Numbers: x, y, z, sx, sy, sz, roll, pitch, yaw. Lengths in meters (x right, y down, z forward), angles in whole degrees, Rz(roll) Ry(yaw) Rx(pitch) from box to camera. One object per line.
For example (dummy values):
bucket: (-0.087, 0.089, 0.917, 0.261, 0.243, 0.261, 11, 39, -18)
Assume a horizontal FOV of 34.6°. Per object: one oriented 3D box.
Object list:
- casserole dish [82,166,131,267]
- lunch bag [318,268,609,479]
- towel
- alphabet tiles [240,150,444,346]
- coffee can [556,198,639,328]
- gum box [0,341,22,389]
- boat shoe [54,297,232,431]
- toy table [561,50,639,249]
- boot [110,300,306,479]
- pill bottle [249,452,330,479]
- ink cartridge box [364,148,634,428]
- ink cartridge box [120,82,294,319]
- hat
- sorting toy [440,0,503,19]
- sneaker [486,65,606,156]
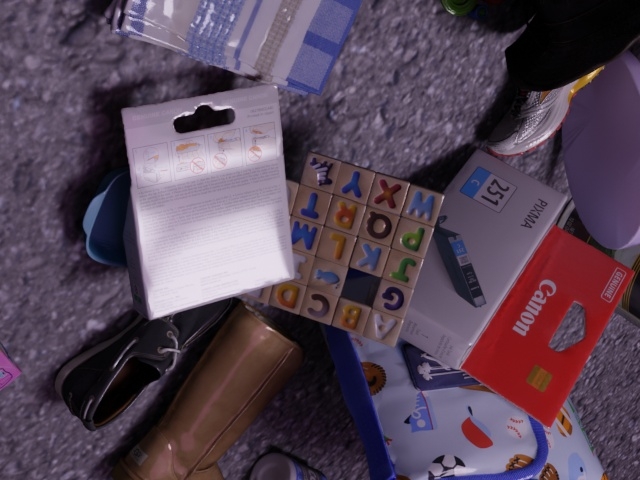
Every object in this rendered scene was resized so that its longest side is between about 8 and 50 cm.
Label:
casserole dish: (-0.178, -0.024, 1.114, 0.188, 0.037, 0.114, 10, 111, -44)
lunch bag: (0.174, 0.217, 1.332, 0.239, 0.328, 0.385, -40, 140, 27)
towel: (-0.065, -0.270, 1.041, 0.285, 0.034, 0.209, 12, 108, -46)
alphabet tiles: (0.000, 0.000, 1.170, 0.009, 0.237, 0.198, -59, 166, -66)
coffee can: (0.518, 0.039, 1.555, 0.201, 0.275, 0.201, -21, 129, -28)
gum box: (-0.411, 0.145, 1.018, 0.188, 0.062, 0.107, -38, 135, -13)
boat shoe: (-0.189, 0.127, 1.181, 0.233, 0.079, 0.084, -38, 134, -15)
toy table: (0.452, -0.137, 1.424, 0.161, 0.252, 0.274, -10, 107, -25)
boot: (-0.106, 0.237, 1.317, 0.269, 0.089, 0.236, -51, 137, 0)
pill bottle: (-0.033, 0.357, 1.464, 0.078, 0.078, 0.137, -52, 137, 1)
ink cartridge box: (0.237, 0.046, 1.274, 0.296, 0.261, 0.066, -50, 164, -37)
ink cartridge box: (-0.123, -0.045, 1.092, 0.181, 0.056, 0.224, -15, 108, -28)
hat: (0.317, -0.317, 1.165, 0.331, 0.331, 0.134, -40, 110, -11)
sorting toy: (0.181, -0.296, 1.227, 0.102, 0.042, 0.061, -15, 112, -17)
sneaker: (0.287, -0.210, 1.350, 0.093, 0.088, 0.225, 33, 95, -27)
